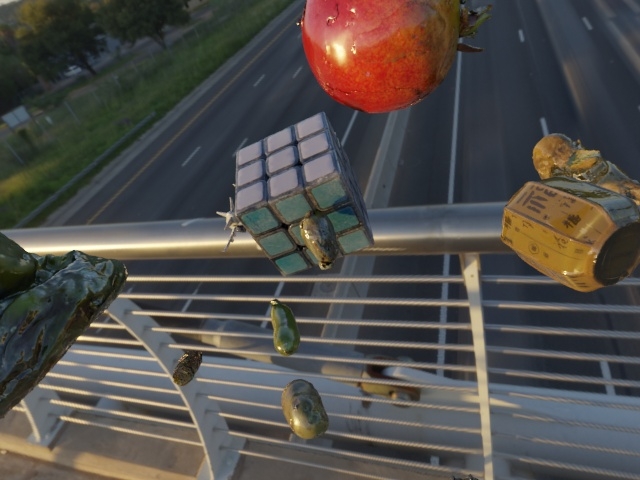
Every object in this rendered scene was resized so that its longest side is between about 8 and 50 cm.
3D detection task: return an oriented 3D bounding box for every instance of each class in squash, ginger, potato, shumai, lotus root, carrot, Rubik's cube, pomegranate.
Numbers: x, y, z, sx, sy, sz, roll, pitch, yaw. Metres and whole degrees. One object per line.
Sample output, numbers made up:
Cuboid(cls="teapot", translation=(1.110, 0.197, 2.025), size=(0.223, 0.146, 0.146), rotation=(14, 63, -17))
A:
Cuboid(cls="squash", translation=(-0.070, 0.164, 0.797), size=(0.052, 0.052, 0.183), rotation=(-24, 18, -5))
Cuboid(cls="ginger", translation=(0.633, -0.133, 0.976), size=(0.123, 0.219, 0.270), rotation=(-35, 43, 10))
Cuboid(cls="potato", translation=(-0.062, 0.638, 1.567), size=(0.165, 0.165, 0.262), rotation=(-30, 20, -12))
Cuboid(cls="shumai", translation=(-0.494, 0.097, 0.611), size=(0.304, 0.263, 0.309), rotation=(-38, 18, 17))
Cuboid(cls="lotus root", translation=(0.003, -0.001, 1.019), size=(0.088, 0.165, 0.088), rotation=(-18, 16, 5))
Cuboid(cls="carrot", translation=(-0.379, 0.363, 1.191), size=(0.069, 0.069, 0.228), rotation=(-29, 1, -11))
Cuboid(cls="Rubik's cube", translation=(-0.046, -0.129, 1.199), size=(0.301, 0.305, 0.304), rotation=(-21, 47, 13))
Cuboid(cls="pomegranate", translation=(0.091, -0.275, 0.538), size=(0.235, 0.210, 0.210), rotation=(-14, 38, 2))

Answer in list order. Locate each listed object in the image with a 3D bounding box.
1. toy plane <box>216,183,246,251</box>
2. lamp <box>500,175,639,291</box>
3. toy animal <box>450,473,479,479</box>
Cuboid(cls="toy plane", translation=(-0.315, -0.073, 1.554), size=(0.101, 0.255, 0.251), rotation=(9, 82, 1))
Cuboid(cls="lamp", translation=(0.395, -0.015, 0.660), size=(0.161, 0.161, 0.185), rotation=(-27, 32, -8))
Cuboid(cls="toy animal", translation=(0.467, 0.740, 1.250), size=(0.135, 0.065, 0.047), rotation=(-28, 33, 37))
